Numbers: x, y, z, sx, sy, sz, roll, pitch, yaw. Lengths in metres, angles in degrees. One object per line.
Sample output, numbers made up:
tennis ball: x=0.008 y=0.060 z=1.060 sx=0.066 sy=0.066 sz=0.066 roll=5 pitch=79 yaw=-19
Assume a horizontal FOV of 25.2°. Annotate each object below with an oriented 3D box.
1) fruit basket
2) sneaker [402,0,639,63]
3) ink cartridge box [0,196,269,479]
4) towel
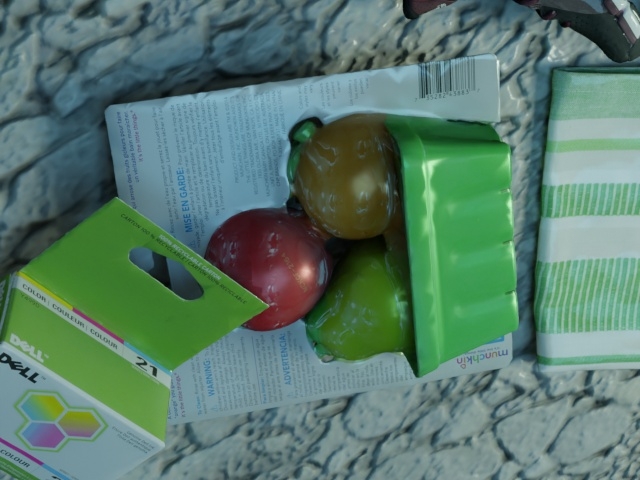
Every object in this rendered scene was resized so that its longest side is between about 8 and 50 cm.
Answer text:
fruit basket: x=0.000 y=0.000 z=1.324 sx=0.353 sy=0.165 sz=0.327 roll=-7 pitch=114 yaw=0
sneaker: x=0.161 y=-0.233 z=1.303 sx=0.162 sy=0.106 sz=0.281 roll=-42 pitch=108 yaw=6
ink cartridge box: x=-0.200 y=0.102 z=1.242 sx=0.255 sy=0.097 sz=0.189 roll=-35 pitch=123 yaw=28
towel: x=0.344 y=-0.016 z=1.465 sx=0.248 sy=0.038 sz=0.324 roll=-1 pitch=111 yaw=-9
